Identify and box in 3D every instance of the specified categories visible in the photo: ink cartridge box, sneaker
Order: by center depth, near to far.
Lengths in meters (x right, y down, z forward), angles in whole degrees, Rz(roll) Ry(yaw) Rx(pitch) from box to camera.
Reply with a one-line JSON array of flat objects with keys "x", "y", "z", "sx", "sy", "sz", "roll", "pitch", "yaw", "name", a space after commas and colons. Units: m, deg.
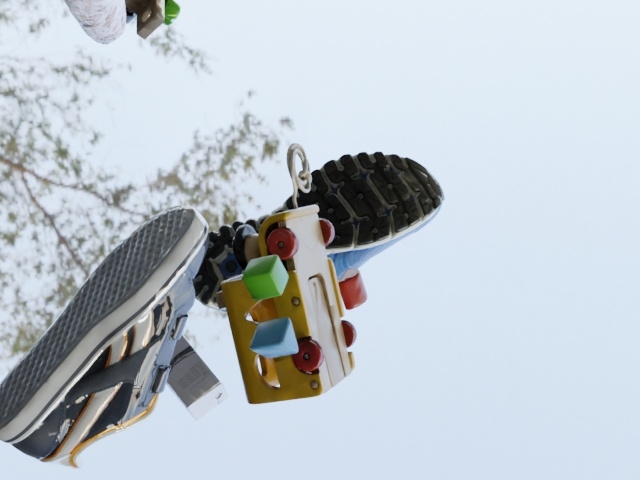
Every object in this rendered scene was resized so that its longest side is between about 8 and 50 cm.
[{"x": -0.218, "y": 0.110, "z": 1.047, "sx": 0.321, "sy": 0.127, "sz": 0.126, "roll": -48, "pitch": -148, "yaw": -3, "name": "sneaker"}, {"x": 0.000, "y": 0.000, "z": 1.192, "sx": 0.330, "sy": 0.147, "sz": 0.130, "roll": -24, "pitch": -114, "yaw": 5, "name": "sneaker"}, {"x": -0.187, "y": 0.163, "z": 1.245, "sx": 0.056, "sy": 0.099, "sz": 0.135, "roll": -38, "pitch": -107, "yaw": -13, "name": "ink cartridge box"}]

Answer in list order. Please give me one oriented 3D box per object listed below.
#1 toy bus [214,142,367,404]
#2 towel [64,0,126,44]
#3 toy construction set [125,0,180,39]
[{"x": -0.041, "y": 0.049, "z": 0.864, "sx": 0.104, "sy": 0.191, "sz": 0.202, "roll": -12, "pitch": -133, "yaw": 22, "name": "toy bus"}, {"x": -0.243, "y": -0.315, "z": 0.734, "sx": 0.053, "sy": 0.317, "sz": 0.332, "roll": -29, "pitch": -171, "yaw": -5, "name": "towel"}, {"x": -0.212, "y": -0.354, "z": 1.122, "sx": 0.257, "sy": 0.237, "sz": 0.309, "roll": -46, "pitch": -142, "yaw": 3, "name": "toy construction set"}]
